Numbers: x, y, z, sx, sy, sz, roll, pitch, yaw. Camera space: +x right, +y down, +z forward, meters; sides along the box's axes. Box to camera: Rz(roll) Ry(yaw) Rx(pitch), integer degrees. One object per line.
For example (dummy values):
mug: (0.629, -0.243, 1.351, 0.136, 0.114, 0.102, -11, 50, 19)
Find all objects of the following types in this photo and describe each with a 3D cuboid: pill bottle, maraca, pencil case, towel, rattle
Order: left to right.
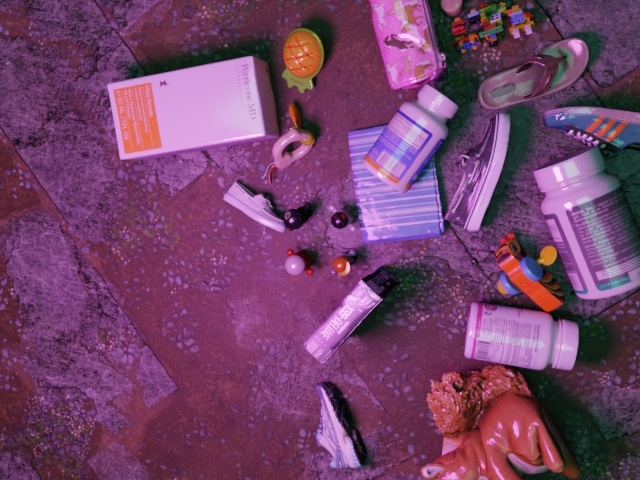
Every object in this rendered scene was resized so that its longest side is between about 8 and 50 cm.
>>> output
rattle: (-0.121, -0.282, 1.930, 0.142, 0.130, 0.200, 53, 127, 9)
maraca: (-0.052, -0.512, 1.876, 0.127, 0.099, 0.185, 28, 128, 16)
towel: (0.217, -0.164, 1.894, 0.243, 0.040, 0.335, -7, 94, 15)
pencil case: (0.223, -0.602, 1.767, 0.167, 0.160, 0.386, -15, 93, 0)
pill bottle: (0.247, -0.277, 1.776, 0.152, 0.152, 0.272, 37, 103, 6)
pill bottle: (0.546, 0.266, 1.807, 0.283, 0.160, 0.160, 8, 99, 11)
pill bottle: (0.700, -0.047, 1.707, 0.204, 0.204, 0.361, -22, 93, 15)

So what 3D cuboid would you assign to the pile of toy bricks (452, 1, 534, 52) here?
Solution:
pile of toy bricks: (0.450, -0.591, 1.757, 0.212, 0.118, 0.105, -11, 56, 24)

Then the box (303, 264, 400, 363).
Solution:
box: (0.093, 0.196, 1.825, 0.076, 0.307, 0.242, 42, 104, 8)

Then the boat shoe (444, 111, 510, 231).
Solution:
boat shoe: (0.423, -0.190, 1.794, 0.119, 0.121, 0.335, 16, 103, 6)

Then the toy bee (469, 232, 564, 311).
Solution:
toy bee: (0.547, 0.056, 1.794, 0.195, 0.162, 0.298, -20, 124, 30)

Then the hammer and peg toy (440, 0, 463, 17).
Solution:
hammer and peg toy: (0.416, -0.781, 1.713, 0.361, 0.127, 0.266, -41, 87, 15)

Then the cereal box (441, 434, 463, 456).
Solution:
cereal box: (0.439, 0.700, 1.947, 0.173, 0.047, 0.240, 4, 98, 11)

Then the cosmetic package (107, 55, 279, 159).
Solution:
cosmetic package: (-0.369, -0.379, 1.931, 0.453, 0.161, 0.230, -8, 96, 13)

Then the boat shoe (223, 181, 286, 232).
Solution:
boat shoe: (-0.187, -0.104, 1.957, 0.226, 0.083, 0.075, 30, 95, 16)

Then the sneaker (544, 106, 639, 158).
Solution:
sneaker: (0.734, -0.278, 1.718, 0.302, 0.108, 0.121, 9, 95, 10)

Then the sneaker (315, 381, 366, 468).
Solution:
sneaker: (0.031, 0.568, 1.994, 0.122, 0.110, 0.283, -21, 92, 18)

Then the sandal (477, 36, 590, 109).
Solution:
sandal: (0.567, -0.431, 1.746, 0.303, 0.086, 0.120, -25, 91, 15)

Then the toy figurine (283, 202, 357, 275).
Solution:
toy figurine: (0.000, 0.000, 1.903, 0.210, 0.148, 0.213, 3, 98, 13)

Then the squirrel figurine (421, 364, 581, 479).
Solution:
squirrel figurine: (0.446, 0.549, 1.813, 0.370, 0.281, 0.397, -32, 64, 16)
